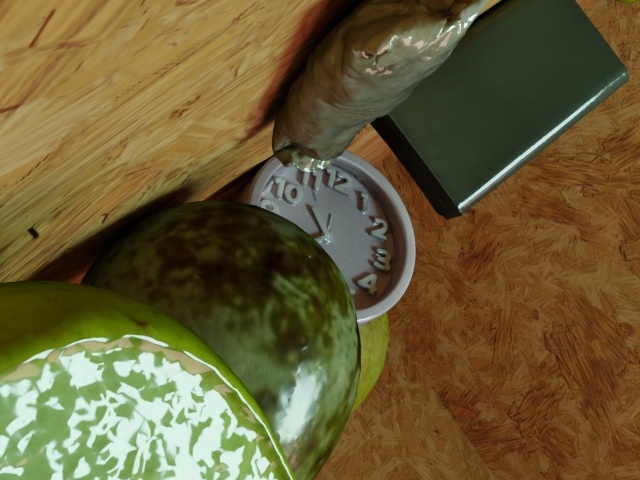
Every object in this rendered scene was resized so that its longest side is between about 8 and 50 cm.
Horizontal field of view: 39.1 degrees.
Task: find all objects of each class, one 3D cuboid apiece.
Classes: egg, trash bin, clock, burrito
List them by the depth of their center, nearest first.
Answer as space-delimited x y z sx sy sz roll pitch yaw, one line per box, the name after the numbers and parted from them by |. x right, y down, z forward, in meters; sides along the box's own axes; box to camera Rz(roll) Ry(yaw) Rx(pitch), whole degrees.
0.021 -0.100 0.581 0.082 0.059 0.275 -28 178 -16 | burrito
-0.086 0.107 0.719 0.238 0.289 0.238 2 152 1 | egg
0.000 0.000 0.939 0.197 0.196 0.068 -35 179 -36 | clock
0.194 -0.157 1.003 0.241 0.164 0.122 -36 180 -2 | trash bin

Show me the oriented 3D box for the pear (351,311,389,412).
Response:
-0.072 0.103 1.080 0.304 0.304 0.304 -35 180 0 | pear

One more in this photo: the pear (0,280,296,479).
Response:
-0.184 0.181 0.523 0.318 0.342 0.239 1 -160 39 | pear

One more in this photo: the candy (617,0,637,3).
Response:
0.153 -0.167 0.368 0.094 0.106 0.199 -52 174 3 | candy
